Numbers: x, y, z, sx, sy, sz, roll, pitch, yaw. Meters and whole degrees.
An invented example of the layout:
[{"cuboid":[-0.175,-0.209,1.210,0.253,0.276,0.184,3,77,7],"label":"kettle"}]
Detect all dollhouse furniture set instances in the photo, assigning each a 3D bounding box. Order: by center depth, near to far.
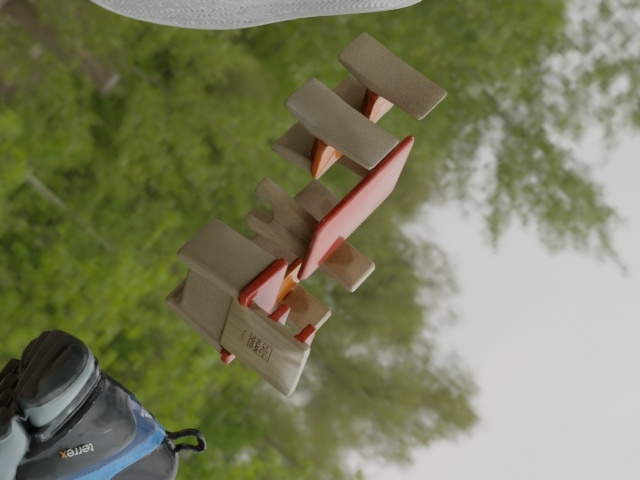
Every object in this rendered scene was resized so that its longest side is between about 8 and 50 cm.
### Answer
[{"cuboid":[0.000,0.000,1.340,0.259,0.135,0.262,-45,164,-36],"label":"dollhouse furniture set"}]

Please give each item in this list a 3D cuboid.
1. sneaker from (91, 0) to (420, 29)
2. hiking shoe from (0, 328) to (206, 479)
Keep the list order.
[{"cuboid":[-0.051,-0.269,1.261,0.108,0.292,0.169,66,26,-65],"label":"sneaker"},{"cuboid":[-0.225,0.201,1.046,0.304,0.132,0.113,-42,-161,20],"label":"hiking shoe"}]
